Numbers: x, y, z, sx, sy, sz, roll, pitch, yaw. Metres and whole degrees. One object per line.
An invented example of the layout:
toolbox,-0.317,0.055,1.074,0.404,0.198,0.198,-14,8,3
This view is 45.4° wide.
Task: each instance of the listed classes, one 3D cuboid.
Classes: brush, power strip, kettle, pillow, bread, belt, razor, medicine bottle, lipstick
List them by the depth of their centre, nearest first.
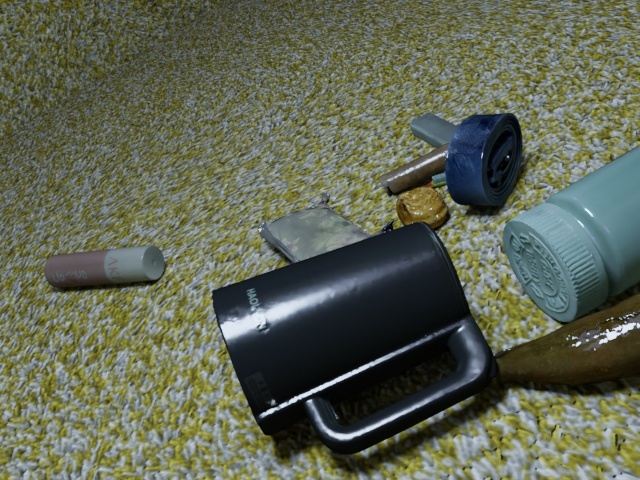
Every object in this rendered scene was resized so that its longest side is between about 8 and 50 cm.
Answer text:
kettle,0.036,0.116,0.999,0.308,0.203,0.262,-21,18,-3
medicine bottle,0.420,-0.033,1.028,0.318,0.158,0.158,-29,32,-10
razor,0.156,0.003,1.264,0.044,0.028,0.154,-43,35,-17
belt,0.278,-0.139,1.296,0.082,0.141,0.190,5,40,35
bread,0.176,-0.056,1.327,0.083,0.044,0.111,-21,28,0
pillow,0.000,0.000,1.342,0.169,0.059,0.255,-29,30,-11
brush,0.207,-0.107,1.408,0.083,0.021,0.019,-19,36,8
power strip,0.258,-0.204,1.518,0.060,0.027,0.253,-28,32,-10
lipstick,-0.432,0.053,1.522,0.254,0.070,0.070,-6,35,26

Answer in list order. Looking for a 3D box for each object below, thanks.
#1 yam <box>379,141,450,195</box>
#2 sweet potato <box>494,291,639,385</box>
yam,0.234,-0.155,1.411,0.263,0.046,0.046,-25,30,12
sweet potato,0.347,0.124,0.921,0.285,0.085,0.112,-26,-5,15
